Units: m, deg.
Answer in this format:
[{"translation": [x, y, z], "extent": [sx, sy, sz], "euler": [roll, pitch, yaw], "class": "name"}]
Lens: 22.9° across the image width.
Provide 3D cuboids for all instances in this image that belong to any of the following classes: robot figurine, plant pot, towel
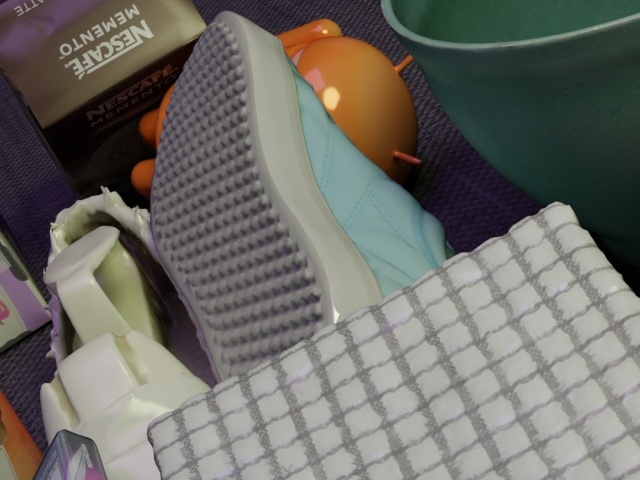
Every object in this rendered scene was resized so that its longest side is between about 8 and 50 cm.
[{"translation": [-0.026, -0.068, 1.105], "extent": [0.219, 0.128, 0.158], "euler": [-12, 20, 29], "class": "robot figurine"}, {"translation": [0.206, -0.106, 0.879], "extent": [0.293, 0.196, 0.293], "euler": [-22, 27, 12], "class": "plant pot"}, {"translation": [0.064, 0.144, 0.634], "extent": [0.235, 0.121, 0.284], "euler": [-29, 37, 1], "class": "towel"}]

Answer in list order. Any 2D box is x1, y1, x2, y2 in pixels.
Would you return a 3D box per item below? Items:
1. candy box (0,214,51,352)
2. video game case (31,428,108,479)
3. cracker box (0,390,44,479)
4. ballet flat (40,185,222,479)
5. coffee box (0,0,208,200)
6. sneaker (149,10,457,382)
[{"translation": [-0.291, -0.018, 1.212], "extent": [0.070, 0.165, 0.196], "euler": [-33, 28, -6], "class": "candy box"}, {"translation": [-0.125, 0.227, 0.670], "extent": [0.196, 0.026, 0.274], "euler": [-62, 24, 11], "class": "video game case"}, {"translation": [-0.250, 0.158, 0.876], "extent": [0.067, 0.156, 0.232], "euler": [-12, 31, 26], "class": "cracker box"}, {"translation": [-0.112, 0.088, 0.901], "extent": [0.147, 0.147, 0.409], "euler": [-27, 28, 1], "class": "ballet flat"}, {"translation": [-0.159, -0.120, 1.205], "extent": [0.141, 0.098, 0.246], "euler": [-32, -11, -6], "class": "coffee box"}, {"translation": [0.000, 0.000, 0.933], "extent": [0.135, 0.150, 0.366], "euler": [-53, 34, 27], "class": "sneaker"}]
